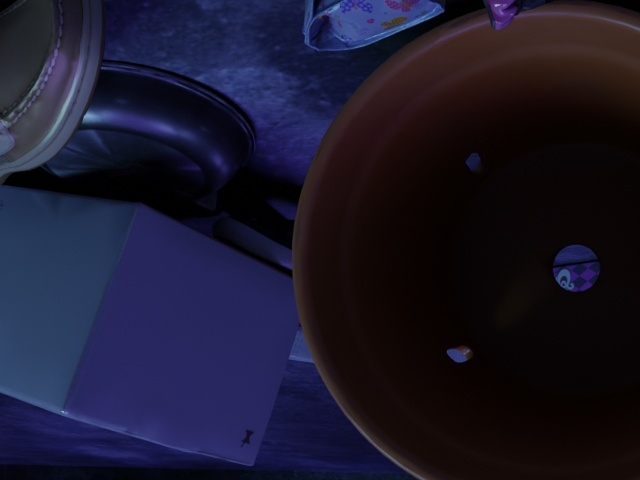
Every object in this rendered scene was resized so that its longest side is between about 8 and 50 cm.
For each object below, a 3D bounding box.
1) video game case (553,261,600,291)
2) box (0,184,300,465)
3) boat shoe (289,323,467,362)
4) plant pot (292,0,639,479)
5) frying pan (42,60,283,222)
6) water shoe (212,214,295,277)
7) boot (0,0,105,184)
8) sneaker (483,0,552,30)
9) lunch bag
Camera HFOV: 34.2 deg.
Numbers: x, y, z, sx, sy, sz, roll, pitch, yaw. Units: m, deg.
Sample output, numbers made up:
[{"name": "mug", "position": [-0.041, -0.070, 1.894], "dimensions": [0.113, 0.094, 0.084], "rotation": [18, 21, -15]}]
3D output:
[{"name": "video game case", "position": [0.294, 0.078, 1.119], "dimensions": [0.232, 0.042, 0.210], "rotation": [-10, 153, 39]}, {"name": "box", "position": [-0.220, 0.064, 0.932], "dimensions": [0.345, 0.168, 0.215], "rotation": [9, 166, 41]}, {"name": "boat shoe", "position": [0.041, 0.088, 1.140], "dimensions": [0.335, 0.121, 0.119], "rotation": [22, -162, -17]}, {"name": "plant pot", "position": [0.154, 0.012, 0.675], "dimensions": [0.291, 0.291, 0.203], "rotation": [-2, 176, 22]}, {"name": "frying pan", "position": [-0.144, -0.053, 0.882], "dimensions": [0.197, 0.053, 0.326], "rotation": [3, 157, 8]}, {"name": "water shoe", "position": [0.000, 0.000, 0.939], "dimensions": [0.203, 0.080, 0.073], "rotation": [20, 169, -23]}, {"name": "boot", "position": [-0.271, -0.104, 0.647], "dimensions": [0.203, 0.095, 0.262], "rotation": [13, 156, -39]}, {"name": "sneaker", "position": [0.111, -0.155, 0.533], "dimensions": [0.057, 0.047, 0.119], "rotation": [-12, 162, 2]}, {"name": "lunch bag", "position": [0.021, -0.142, 0.538], "dimensions": [0.053, 0.071, 0.083], "rotation": [20, 157, -38]}]
